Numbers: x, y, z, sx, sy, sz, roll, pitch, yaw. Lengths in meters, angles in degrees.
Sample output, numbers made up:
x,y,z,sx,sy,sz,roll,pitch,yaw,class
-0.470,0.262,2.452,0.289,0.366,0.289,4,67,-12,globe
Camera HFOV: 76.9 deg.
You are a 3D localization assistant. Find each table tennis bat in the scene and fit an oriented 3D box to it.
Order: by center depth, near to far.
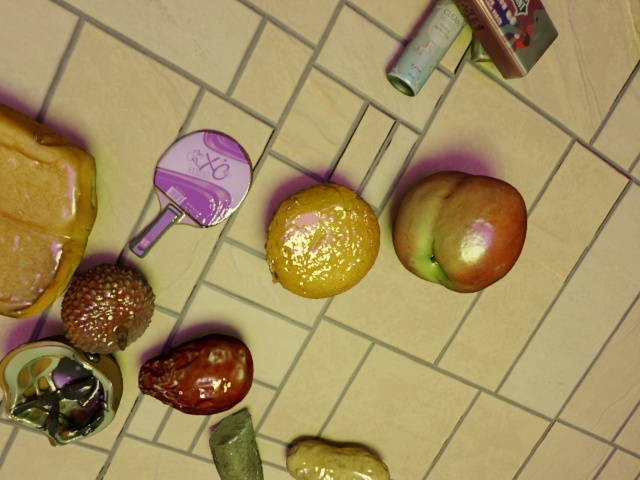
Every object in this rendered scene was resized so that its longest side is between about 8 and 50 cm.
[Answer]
x,y,z,sx,sy,sz,roll,pitch,yaw,class
-0.267,-0.085,0.803,0.301,0.022,0.173,-45,106,1,table tennis bat

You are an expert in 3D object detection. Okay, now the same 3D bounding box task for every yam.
x,y,z,sx,sy,sz,roll,pitch,yaw,class
-0.189,0.491,0.918,0.106,0.107,0.184,-13,107,-7,yam

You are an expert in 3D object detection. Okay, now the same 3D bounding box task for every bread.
x,y,z,sx,sy,sz,roll,pitch,yaw,class
-0.559,-0.066,0.691,0.336,0.148,0.329,22,96,-9,bread
0.003,0.000,0.809,0.239,0.139,0.240,-2,104,-10,bread

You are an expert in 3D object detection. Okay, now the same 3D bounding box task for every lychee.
x,y,z,sx,sy,sz,roll,pitch,yaw,class
-0.389,0.130,0.750,0.165,0.197,0.165,-34,140,-34,lychee

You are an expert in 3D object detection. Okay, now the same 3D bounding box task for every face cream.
x,y,z,sx,sy,sz,roll,pitch,yaw,class
0.224,-0.398,0.786,0.075,0.075,0.230,33,96,-16,face cream

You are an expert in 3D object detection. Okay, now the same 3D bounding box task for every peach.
x,y,z,sx,sy,sz,roll,pitch,yaw,class
0.274,-0.024,0.799,0.251,0.252,0.253,-2,104,-10,peach

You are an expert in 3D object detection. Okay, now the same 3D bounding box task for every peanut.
x,y,z,sx,sy,sz,roll,pitch,yaw,class
0.045,0.548,0.968,0.262,0.117,0.101,15,122,-16,peanut

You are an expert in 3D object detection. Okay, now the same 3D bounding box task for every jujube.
x,y,z,sx,sy,sz,roll,pitch,yaw,class
-0.255,0.272,0.824,0.236,0.168,0.168,-5,105,8,jujube

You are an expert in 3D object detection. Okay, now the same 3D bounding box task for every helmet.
x,y,z,sx,sy,sz,roll,pitch,yaw,class
-0.489,0.274,0.793,0.198,0.130,0.224,-37,101,3,helmet

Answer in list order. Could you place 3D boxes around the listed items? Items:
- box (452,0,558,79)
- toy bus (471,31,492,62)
x,y,z,sx,sy,sz,roll,pitch,yaw,class
0.334,-0.420,0.737,0.224,0.069,0.120,38,89,-25,box
0.342,-0.449,0.805,0.072,0.057,0.172,-3,104,-2,toy bus
